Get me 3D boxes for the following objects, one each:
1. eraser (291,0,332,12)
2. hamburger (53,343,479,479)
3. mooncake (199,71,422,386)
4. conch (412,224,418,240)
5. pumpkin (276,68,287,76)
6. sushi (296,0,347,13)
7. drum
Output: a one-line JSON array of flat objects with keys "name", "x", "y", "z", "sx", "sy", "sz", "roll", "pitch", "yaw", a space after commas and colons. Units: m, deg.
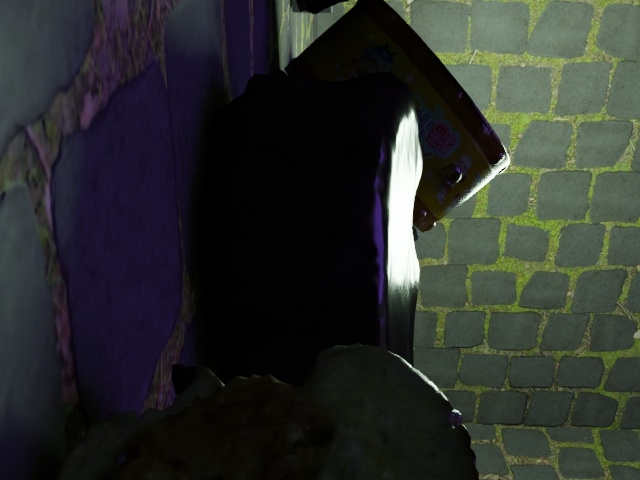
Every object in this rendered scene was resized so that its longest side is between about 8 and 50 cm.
[{"name": "eraser", "x": -0.017, "y": -0.609, "z": 1.644, "sx": 0.052, "sy": 0.095, "sz": 0.225, "roll": -86, "pitch": 177, "yaw": -53}, {"name": "hamburger", "x": -0.031, "y": 0.224, "z": 0.342, "sx": 0.318, "sy": 0.195, "sz": 0.277, "roll": -84, "pitch": 174, "yaw": -46}, {"name": "mooncake", "x": 0.000, "y": 0.000, "z": 0.807, "sx": 0.350, "sy": 0.212, "sz": 0.381, "roll": 78, "pitch": 15, "yaw": -62}, {"name": "conch", "x": 0.021, "y": -0.042, "z": 1.420, "sx": 0.352, "sy": 0.297, "sz": 0.210, "roll": 6, "pitch": 109, "yaw": -53}, {"name": "pumpkin", "x": -0.069, "y": -0.281, "z": 1.380, "sx": 0.050, "sy": 0.028, "sz": 0.083, "roll": 87, "pitch": 0, "yaw": -45}, {"name": "sushi", "x": 0.010, "y": -0.490, "z": 1.254, "sx": 0.211, "sy": 0.170, "sz": 0.350, "roll": 63, "pitch": 12, "yaw": -10}, {"name": "drum", "x": 0.142, "y": -0.232, "z": 1.416, "sx": 0.431, "sy": 0.214, "sz": 0.431, "roll": 49, "pitch": 8, "yaw": -10}]
